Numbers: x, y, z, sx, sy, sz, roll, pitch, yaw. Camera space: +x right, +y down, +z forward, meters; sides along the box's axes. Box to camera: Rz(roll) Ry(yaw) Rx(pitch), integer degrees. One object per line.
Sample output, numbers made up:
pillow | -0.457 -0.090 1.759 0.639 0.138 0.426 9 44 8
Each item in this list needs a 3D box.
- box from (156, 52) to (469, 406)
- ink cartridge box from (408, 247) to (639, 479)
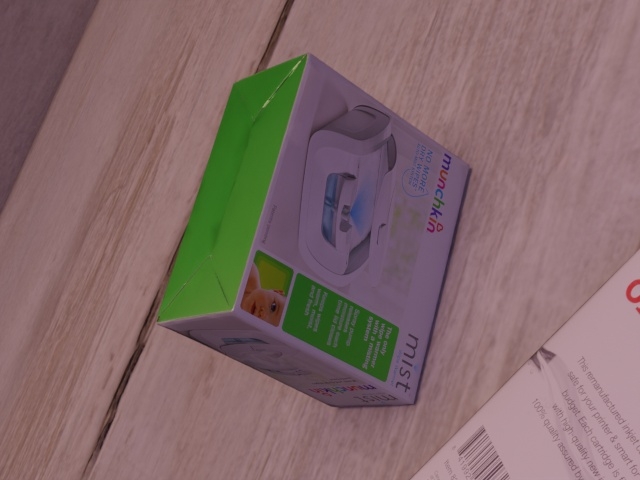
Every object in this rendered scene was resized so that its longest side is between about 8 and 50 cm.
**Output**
box | 0.000 0.000 1.092 0.127 0.231 0.261 -12 55 49
ink cartridge box | 0.204 0.175 0.776 0.283 0.117 0.207 -49 33 18
